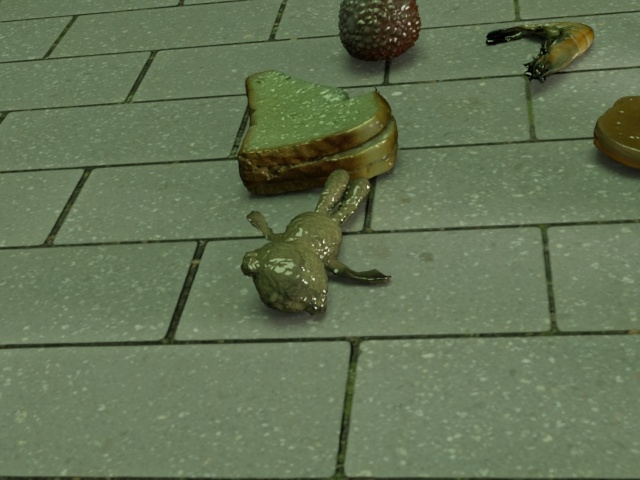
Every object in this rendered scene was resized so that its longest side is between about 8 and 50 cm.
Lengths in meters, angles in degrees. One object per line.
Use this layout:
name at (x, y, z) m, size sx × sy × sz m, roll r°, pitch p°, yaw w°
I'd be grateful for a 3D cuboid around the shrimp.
shrimp at (0.372, -0.341, 1.702) m, size 0.198 × 0.051 × 0.262 m, roll 9°, pitch 38°, yaw 35°

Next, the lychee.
lychee at (0.117, -0.422, 1.765) m, size 0.197 × 0.165 × 0.165 m, roll -45°, pitch 45°, yaw -10°

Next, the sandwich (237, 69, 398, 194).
sandwich at (-0.007, -0.194, 1.547) m, size 0.254 × 0.100 × 0.288 m, roll -14°, pitch 36°, yaw 6°

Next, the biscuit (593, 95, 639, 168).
biscuit at (0.500, -0.153, 1.419) m, size 0.170 × 0.050 × 0.170 m, roll 0°, pitch 40°, yaw 0°

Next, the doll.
doll at (-0.016, -0.008, 1.317) m, size 0.202 × 0.091 × 0.286 m, roll 16°, pitch 44°, yaw -20°
